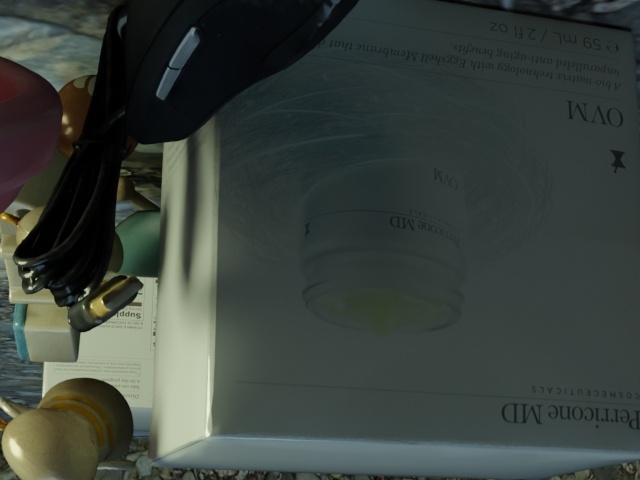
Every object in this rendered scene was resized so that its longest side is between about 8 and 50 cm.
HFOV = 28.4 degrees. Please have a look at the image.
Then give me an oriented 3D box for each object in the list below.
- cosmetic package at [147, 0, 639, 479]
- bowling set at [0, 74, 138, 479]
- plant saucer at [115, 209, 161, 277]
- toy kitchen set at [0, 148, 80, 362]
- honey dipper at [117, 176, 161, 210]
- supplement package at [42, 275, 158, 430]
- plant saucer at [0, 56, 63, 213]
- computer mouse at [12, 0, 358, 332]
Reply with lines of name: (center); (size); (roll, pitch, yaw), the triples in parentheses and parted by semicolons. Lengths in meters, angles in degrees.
cosmetic package: (0.037, 0.004, 0.648); (0.224, 0.224, 0.138); (5, 165, -18)
bowling set: (-0.185, -0.017, 0.671); (0.287, 0.200, 0.154); (30, 179, 0)
plant saucer: (0.000, 0.000, 0.872); (0.318, 0.043, 0.317); (0, -178, 0)
toy kitchen set: (-0.249, -0.020, 0.870); (0.166, 0.122, 0.207); (3, 146, -6)
honey dipper: (-0.121, -0.016, 0.979); (0.030, 0.030, 0.161); (-4, 162, 20)
supplement package: (-0.134, 0.107, 1.227); (0.262, 0.145, 0.204); (4, 165, -11)
plant saucer: (-0.270, -0.043, 0.483); (0.332, 0.084, 0.332); (9, -167, -2)
computer mouse: (-0.066, -0.062, 0.505); (0.060, 0.184, 0.262); (23, 157, -25)
